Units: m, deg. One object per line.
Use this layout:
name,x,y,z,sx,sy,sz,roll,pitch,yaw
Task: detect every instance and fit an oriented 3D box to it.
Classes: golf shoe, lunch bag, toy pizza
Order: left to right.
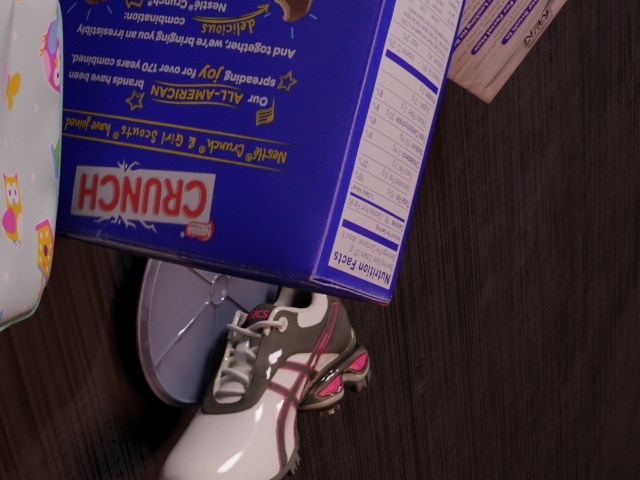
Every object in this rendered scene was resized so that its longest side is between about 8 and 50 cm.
lunch bag,-0.219,-0.055,0.711,0.279,0.108,0.224,-39,130,-80
toy pizza,-0.094,0.036,1.128,0.201,0.032,0.201,-36,133,-52
golf shoe,-0.059,0.119,1.117,0.273,0.105,0.120,-46,126,-53

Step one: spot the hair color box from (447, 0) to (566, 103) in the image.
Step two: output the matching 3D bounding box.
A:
hair color box,0.118,-0.260,1.277,0.185,0.110,0.339,-54,153,10

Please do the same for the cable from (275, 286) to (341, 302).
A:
cable,0.000,0.000,1.281,0.150,0.047,0.184,-36,130,-53

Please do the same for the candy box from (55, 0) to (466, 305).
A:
candy box,-0.053,-0.138,0.889,0.122,0.268,0.317,23,80,-58
